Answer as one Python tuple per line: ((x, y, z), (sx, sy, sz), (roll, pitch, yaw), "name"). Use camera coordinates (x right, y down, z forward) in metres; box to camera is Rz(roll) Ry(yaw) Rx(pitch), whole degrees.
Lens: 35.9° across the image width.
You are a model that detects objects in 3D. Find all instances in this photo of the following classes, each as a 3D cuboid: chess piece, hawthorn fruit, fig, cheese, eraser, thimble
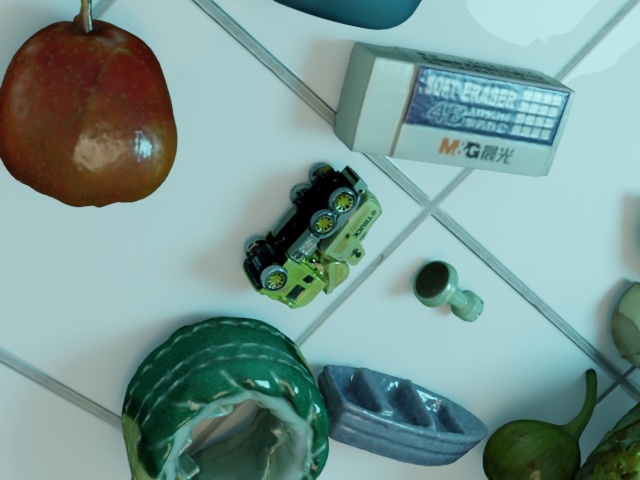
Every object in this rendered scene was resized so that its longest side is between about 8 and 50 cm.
((0.182, 0.076, 1.370), (0.067, 0.067, 0.103), (-48, 129, 10), "chess piece")
((-0.245, -0.151, 1.032), (0.197, 0.196, 0.225), (-2, 108, -18), "hawthorn fruit")
((0.360, 0.303, 1.519), (0.245, 0.149, 0.149), (-42, 123, -12), "fig")
((0.584, 0.100, 1.509), (0.286, 0.082, 0.163), (-21, 123, -10), "cheese")
((0.166, -0.159, 1.224), (0.279, 0.081, 0.124), (5, 115, -21), "eraser")
((-0.130, 0.248, 1.293), (0.254, 0.167, 0.288), (36, 101, -30), "thimble")

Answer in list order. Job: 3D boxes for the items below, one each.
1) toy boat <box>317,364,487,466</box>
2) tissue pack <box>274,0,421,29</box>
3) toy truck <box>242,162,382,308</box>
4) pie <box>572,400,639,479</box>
((0.118, 0.253, 1.402), (0.283, 0.127, 0.078), (21, 109, -29), "toy boat")
((0.049, -0.362, 1.004), (0.198, 0.206, 0.287), (14, 113, -26), "tissue pack")
((0.000, 0.000, 1.254), (0.116, 0.085, 0.191), (35, 100, -35), "toy truck")
((0.480, 0.353, 1.459), (0.180, 0.418, 0.395), (32, 117, 15), "pie")
